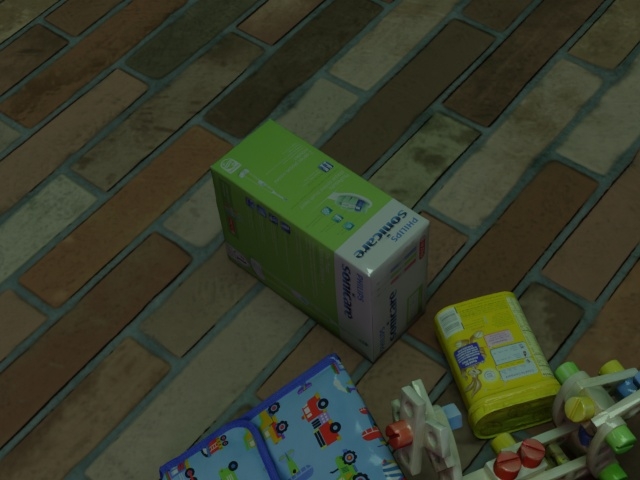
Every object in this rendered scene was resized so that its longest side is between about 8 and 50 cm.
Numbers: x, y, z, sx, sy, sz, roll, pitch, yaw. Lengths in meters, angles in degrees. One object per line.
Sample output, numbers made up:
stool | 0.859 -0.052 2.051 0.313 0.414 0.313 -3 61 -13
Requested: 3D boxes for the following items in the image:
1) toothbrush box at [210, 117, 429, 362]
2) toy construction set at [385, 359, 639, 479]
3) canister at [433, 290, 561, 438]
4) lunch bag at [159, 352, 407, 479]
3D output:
toothbrush box | 0.000 0.000 1.418 0.283 0.206 0.122 35 62 27
toy construction set | 0.230 0.238 1.204 0.327 0.215 0.151 -3 48 -15
canister | 0.229 0.157 1.365 0.126 0.073 0.170 -14 52 -6
lunch bag | -0.048 0.313 1.254 0.293 0.138 0.221 -29 56 -2
